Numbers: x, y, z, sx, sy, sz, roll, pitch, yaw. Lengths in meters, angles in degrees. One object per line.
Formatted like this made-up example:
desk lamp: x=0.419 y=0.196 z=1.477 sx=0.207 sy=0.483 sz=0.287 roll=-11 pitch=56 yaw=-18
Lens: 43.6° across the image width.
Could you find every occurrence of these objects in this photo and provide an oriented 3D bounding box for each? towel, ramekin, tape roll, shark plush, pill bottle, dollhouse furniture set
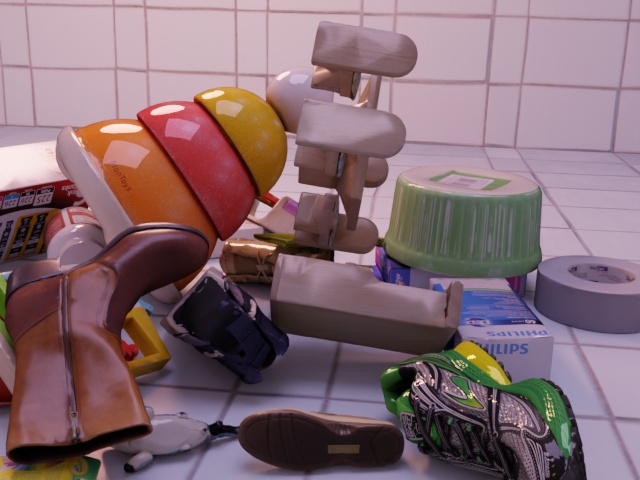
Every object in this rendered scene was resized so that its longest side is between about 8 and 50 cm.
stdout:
towel: x=0.000 y=0.000 z=1.481 sx=0.237 sy=0.021 sz=0.102 roll=-1 pitch=7 yaw=-40
ramekin: x=0.274 y=-0.046 z=1.518 sx=0.303 sy=0.148 sz=0.303 roll=3 pitch=16 yaw=-1
tape roll: x=0.493 y=0.090 z=1.416 sx=0.219 sy=0.072 sz=0.219 roll=1 pitch=15 yaw=0
shark plush: x=-0.174 y=0.219 z=0.941 sx=0.161 sy=0.073 sz=0.067 roll=-11 pitch=-11 yaw=-23
pill bottle: x=-0.451 y=0.017 z=1.494 sx=0.121 sy=0.121 sz=0.216 roll=-4 pitch=17 yaw=-20
dollhouse furniture set: x=0.086 y=-0.051 z=1.202 sx=0.256 sy=0.394 sz=0.362 roll=10 pitch=-23 yaw=1

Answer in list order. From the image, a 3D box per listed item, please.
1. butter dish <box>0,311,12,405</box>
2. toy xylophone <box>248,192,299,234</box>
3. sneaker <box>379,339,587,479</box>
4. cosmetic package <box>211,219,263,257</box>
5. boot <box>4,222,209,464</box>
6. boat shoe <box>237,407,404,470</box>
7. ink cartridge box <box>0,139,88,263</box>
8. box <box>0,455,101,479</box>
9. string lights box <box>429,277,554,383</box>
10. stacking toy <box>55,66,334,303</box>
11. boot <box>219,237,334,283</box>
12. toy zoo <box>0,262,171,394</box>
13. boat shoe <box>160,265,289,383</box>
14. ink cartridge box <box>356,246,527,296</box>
butter dish: x=-0.419 y=0.143 z=1.061 sx=0.160 sy=0.118 sz=0.160 roll=-1 pitch=15 yaw=-7
toy xylophone: x=-0.147 y=-0.085 z=1.802 sx=0.236 sy=0.081 sz=0.322 roll=34 pitch=-4 yaw=-42
sneaker: x=0.172 y=0.216 z=0.890 sx=0.146 sy=0.134 sz=0.343 roll=-10 pitch=10 yaw=-16
cosmetic package: x=-0.248 y=-0.002 z=1.689 sx=0.239 sy=0.060 sz=0.099 roll=-8 pitch=19 yaw=-30
boot: x=-0.232 y=0.104 z=0.924 sx=0.264 sy=0.096 sz=0.280 roll=-10 pitch=39 yaw=-16
boat shoe: x=-0.002 y=0.227 z=0.926 sx=0.190 sy=0.068 sz=0.072 roll=9 pitch=3 yaw=-8
ink cartridge box: x=-0.631 y=-0.045 z=1.595 sx=0.130 sy=0.272 sz=0.309 roll=43 pitch=34 yaw=19
box: x=-0.318 y=0.258 z=0.806 sx=0.179 sy=0.043 sz=0.105 roll=-2 pitch=15 yaw=-5
string lights box: x=0.254 y=0.132 z=1.238 sx=0.133 sy=0.077 sz=0.260 roll=0 pitch=16 yaw=-2
stacking toy: x=-0.174 y=-0.145 z=1.396 sx=0.480 sy=0.351 sz=0.350 roll=-32 pitch=24 yaw=-9
boot: x=-0.089 y=0.052 z=1.451 sx=0.203 sy=0.095 sz=0.262 roll=4 pitch=14 yaw=9
toy zoo: x=-0.326 y=0.114 z=1.080 sx=0.192 sy=0.030 sz=0.293 roll=49 pitch=24 yaw=17
boat shoe: x=-0.140 y=0.131 z=1.175 sx=0.158 sy=0.127 sz=0.340 roll=42 pitch=-6 yaw=-5
ink cartridge box: x=0.222 y=0.052 z=1.553 sx=0.311 sy=0.065 sz=0.186 roll=-1 pitch=16 yaw=-3
